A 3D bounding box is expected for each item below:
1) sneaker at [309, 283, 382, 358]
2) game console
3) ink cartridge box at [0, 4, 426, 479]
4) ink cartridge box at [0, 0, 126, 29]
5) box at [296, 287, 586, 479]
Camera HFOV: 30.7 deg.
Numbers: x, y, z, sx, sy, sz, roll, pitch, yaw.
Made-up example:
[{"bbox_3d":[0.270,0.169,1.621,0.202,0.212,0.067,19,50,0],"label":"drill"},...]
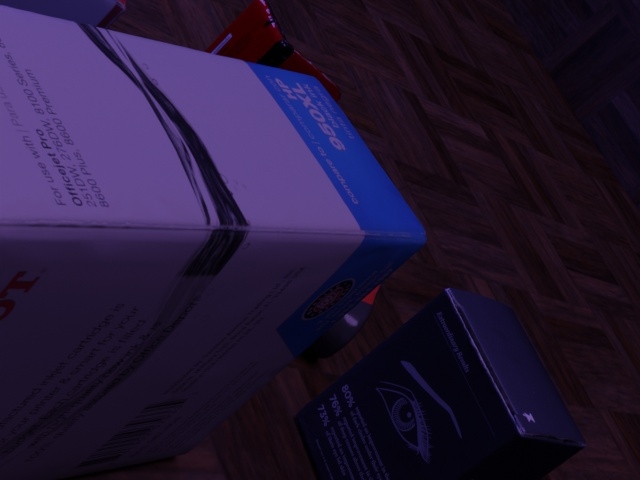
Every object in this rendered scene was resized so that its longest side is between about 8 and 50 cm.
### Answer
[{"bbox_3d":[0.001,0.000,1.237,0.145,0.090,0.270,46,28,-11],"label":"sneaker"},{"bbox_3d":[-0.068,-0.173,1.303,0.085,0.144,0.124,19,38,-48],"label":"game console"},{"bbox_3d":[-0.163,0.021,0.725,0.395,0.285,0.166,2,51,-57],"label":"ink cartridge box"},{"bbox_3d":[-0.267,-0.240,1.023,0.114,0.197,0.273,34,30,-31],"label":"ink cartridge box"},{"bbox_3d":[0.101,0.167,1.029,0.108,0.207,0.153,19,39,-46],"label":"box"}]
